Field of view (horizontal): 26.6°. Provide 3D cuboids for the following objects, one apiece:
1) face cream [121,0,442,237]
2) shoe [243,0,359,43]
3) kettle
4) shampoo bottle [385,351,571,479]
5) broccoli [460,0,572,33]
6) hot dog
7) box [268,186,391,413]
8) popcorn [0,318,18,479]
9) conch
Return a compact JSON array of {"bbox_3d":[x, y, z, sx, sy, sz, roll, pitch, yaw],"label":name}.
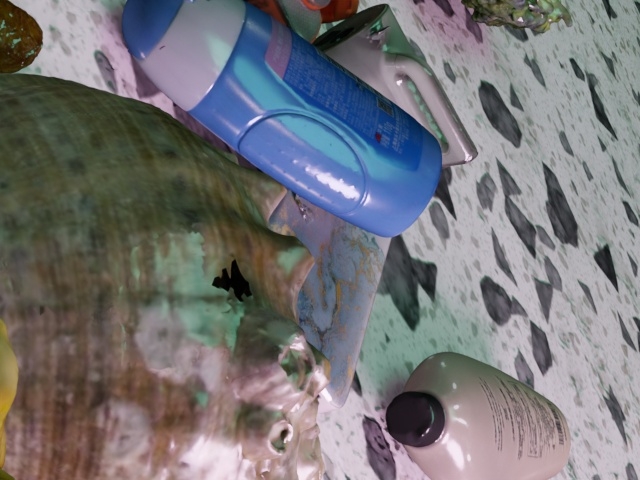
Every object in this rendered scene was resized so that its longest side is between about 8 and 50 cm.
[{"bbox_3d":[-0.032,-0.105,1.006,0.264,0.083,0.149,33,30,-20],"label":"face cream"},{"bbox_3d":[-0.059,-0.234,1.093,0.336,0.132,0.171,2,76,-64],"label":"shoe"},{"bbox_3d":[0.064,-0.129,1.209,0.148,0.126,0.098,57,32,-16],"label":"kettle"},{"bbox_3d":[0.133,0.160,1.148,0.257,0.078,0.127,22,55,-57],"label":"shampoo bottle"},{"bbox_3d":[0.200,-0.403,1.588,0.324,0.272,0.334,106,-38,-69],"label":"broccoli"},{"bbox_3d":[-0.207,-0.133,0.821,0.083,0.035,0.058,34,41,-46],"label":"hot dog"},{"bbox_3d":[0.000,0.000,1.082,0.142,0.044,0.285,57,28,-25],"label":"box"},{"bbox_3d":[-0.184,0.104,0.490,0.226,0.200,0.203,42,59,6],"label":"popcorn"},{"bbox_3d":[-0.115,0.020,0.693,0.352,0.210,0.297,52,12,-37],"label":"conch"}]
